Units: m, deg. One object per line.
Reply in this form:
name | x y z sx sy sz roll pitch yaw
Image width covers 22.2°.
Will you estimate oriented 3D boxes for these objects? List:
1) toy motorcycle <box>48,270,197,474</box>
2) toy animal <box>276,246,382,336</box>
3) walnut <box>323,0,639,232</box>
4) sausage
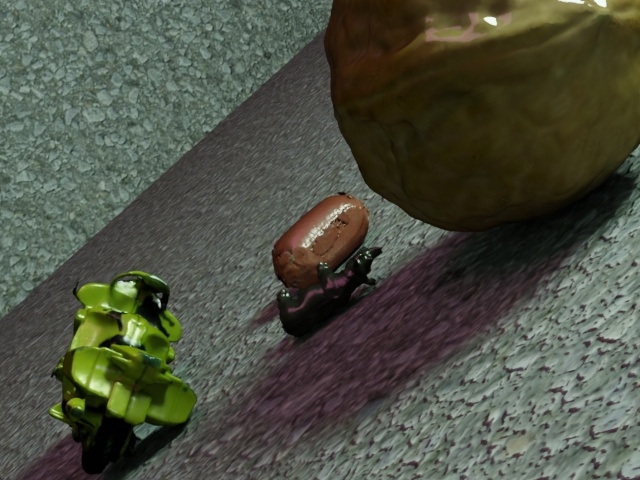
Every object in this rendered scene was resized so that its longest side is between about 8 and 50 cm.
toy motorcycle | -0.223 0.141 1.819 0.342 0.142 0.206 -153 79 -77
toy animal | 0.012 0.051 1.716 0.135 0.047 0.065 -34 17 2
walnut | 0.156 -0.164 1.493 0.306 0.306 0.344 -43 10 -28
sausage | 0.000 0.000 1.885 0.141 0.076 0.076 -41 13 -23
